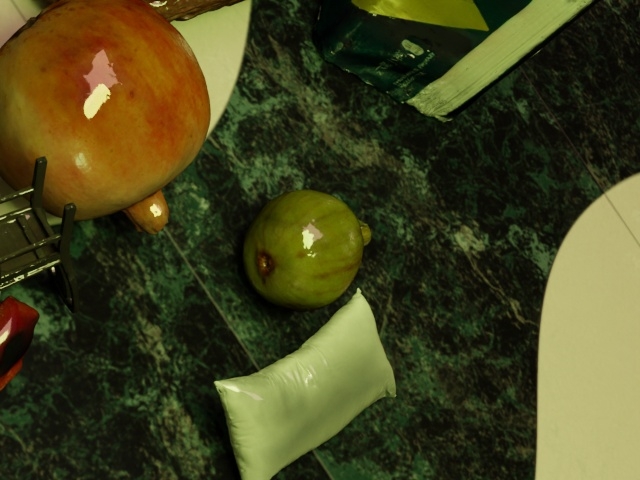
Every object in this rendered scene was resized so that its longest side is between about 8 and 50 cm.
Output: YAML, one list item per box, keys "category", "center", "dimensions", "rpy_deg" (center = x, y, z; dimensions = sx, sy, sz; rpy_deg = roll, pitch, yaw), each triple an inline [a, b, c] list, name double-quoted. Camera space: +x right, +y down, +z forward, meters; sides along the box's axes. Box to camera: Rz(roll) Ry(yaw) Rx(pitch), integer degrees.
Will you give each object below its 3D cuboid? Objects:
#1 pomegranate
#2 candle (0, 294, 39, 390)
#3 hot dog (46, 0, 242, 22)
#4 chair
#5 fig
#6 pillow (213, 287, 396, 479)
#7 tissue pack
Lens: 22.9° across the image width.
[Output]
- category: "pomegranate"
  center: [-0.242, -0.131, 1.742]
  dimensions: [0.270, 0.229, 0.252]
  rpy_deg: [56, 43, -15]
- category: "candle"
  center: [-0.387, 0.173, 1.605]
  dimensions: [0.301, 0.059, 0.084]
  rpy_deg: [-50, 142, -34]
- category: "hot dog"
  center: [-0.186, -0.393, 1.923]
  dimensions: [0.387, 0.174, 0.267]
  rpy_deg: [-23, 85, -39]
- category: "chair"
  center: [-0.314, 0.017, 1.657]
  dimensions: [0.101, 0.212, 0.084]
  rpy_deg: [-22, 61, -22]
- category: "fig"
  center: [-0.003, 0.015, 1.887]
  dimensions: [0.186, 0.148, 0.142]
  rpy_deg: [3, 80, -35]
- category: "pillow"
  center: [-0.018, 0.172, 1.823]
  dimensions: [0.254, 0.078, 0.144]
  rpy_deg: [-31, 117, -36]
- category: "tissue pack"
  center: [0.209, -0.372, 2.017]
  dimensions: [0.253, 0.416, 0.264]
  rpy_deg: [30, 56, -19]
